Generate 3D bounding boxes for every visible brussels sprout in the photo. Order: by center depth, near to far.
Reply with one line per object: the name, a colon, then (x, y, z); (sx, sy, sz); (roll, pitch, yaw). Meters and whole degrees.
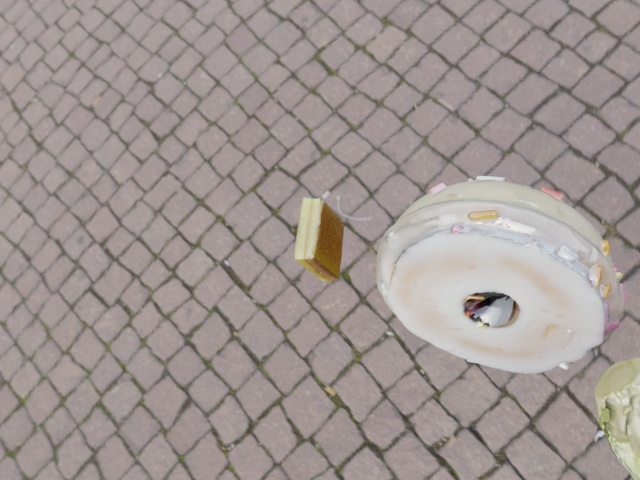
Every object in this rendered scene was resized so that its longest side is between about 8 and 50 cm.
brussels sprout: (0.840, 0.446, 1.691); (0.276, 0.371, 0.315); (-25, 14, 44)

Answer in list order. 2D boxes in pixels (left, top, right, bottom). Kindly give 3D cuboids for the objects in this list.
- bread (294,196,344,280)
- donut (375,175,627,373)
bread: (0.000, 0.000, 0.926); (0.035, 0.094, 0.090); (0, 70, 23)
donut: (0.273, 0.057, 1.061); (0.383, 0.382, 0.142); (7, 51, 25)
